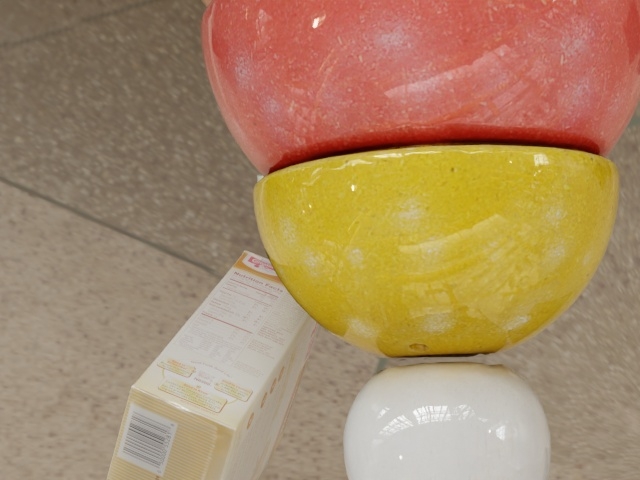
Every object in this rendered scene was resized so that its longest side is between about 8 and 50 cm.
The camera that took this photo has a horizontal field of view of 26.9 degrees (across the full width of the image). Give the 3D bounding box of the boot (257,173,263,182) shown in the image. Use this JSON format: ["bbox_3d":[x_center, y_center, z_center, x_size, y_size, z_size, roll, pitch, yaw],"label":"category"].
[{"bbox_3d":[0.000,0.000,1.426,0.088,0.244,0.176,-16,87,3],"label":"boot"}]

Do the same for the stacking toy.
[{"bbox_3d":[0.061,-0.053,0.769,0.351,0.350,0.479,-4,80,17],"label":"stacking toy"}]

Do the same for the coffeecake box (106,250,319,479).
[{"bbox_3d":[-0.066,0.112,0.843,0.068,0.185,0.142,22,119,8],"label":"coffeecake box"}]
